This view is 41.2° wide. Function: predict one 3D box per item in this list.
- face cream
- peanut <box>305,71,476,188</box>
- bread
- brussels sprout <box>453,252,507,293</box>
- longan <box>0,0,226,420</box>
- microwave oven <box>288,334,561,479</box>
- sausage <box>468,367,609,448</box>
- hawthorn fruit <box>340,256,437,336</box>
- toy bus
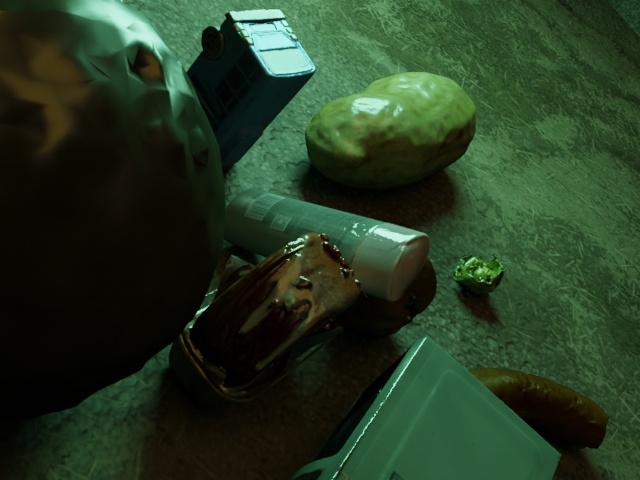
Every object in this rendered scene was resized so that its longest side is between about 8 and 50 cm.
[{"bbox_3d":[0.000,0.000,1.095,0.269,0.073,0.107,16,52,31],"label":"face cream"},{"bbox_3d":[0.123,-0.188,1.422,0.192,0.169,0.387,46,38,18],"label":"peanut"},{"bbox_3d":[-0.061,0.082,0.966,0.142,0.212,0.224,50,40,8],"label":"bread"},{"bbox_3d":[0.254,0.055,1.375,0.085,0.058,0.085,-3,41,3],"label":"brussels sprout"},{"bbox_3d":[-0.287,-0.046,0.765,0.404,0.404,0.436,11,12,-31],"label":"longan"},{"bbox_3d":[0.087,0.288,0.899,0.237,0.181,0.295,43,38,3],"label":"microwave oven"},{"bbox_3d":[0.275,0.231,1.191,0.302,0.076,0.103,14,43,-28],"label":"sausage"},{"bbox_3d":[0.078,0.048,1.178,0.149,0.149,0.189,14,29,-29],"label":"hawthorn fruit"},{"bbox_3d":[-0.125,-0.202,1.191,0.116,0.234,0.133,-22,75,-48],"label":"toy bus"}]
